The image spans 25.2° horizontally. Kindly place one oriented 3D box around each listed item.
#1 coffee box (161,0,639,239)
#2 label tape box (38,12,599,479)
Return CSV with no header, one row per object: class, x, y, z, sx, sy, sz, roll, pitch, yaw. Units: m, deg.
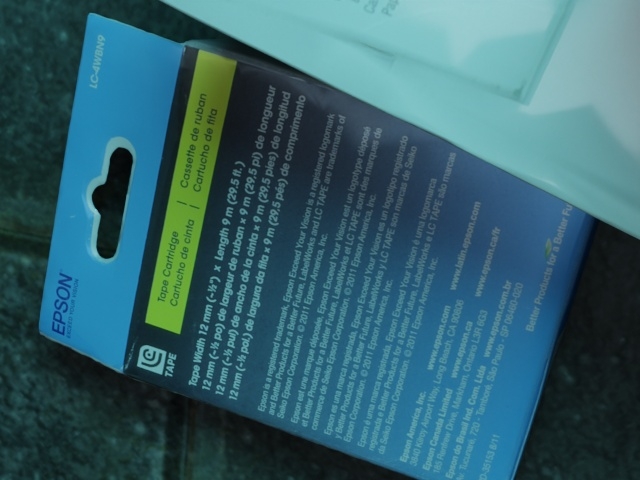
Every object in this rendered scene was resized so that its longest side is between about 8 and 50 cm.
coffee box,0.144,-0.240,0.714,0.338,0.334,0.337,25,114,3
label tape box,0.000,0.000,0.974,0.348,0.115,0.249,19,113,12
